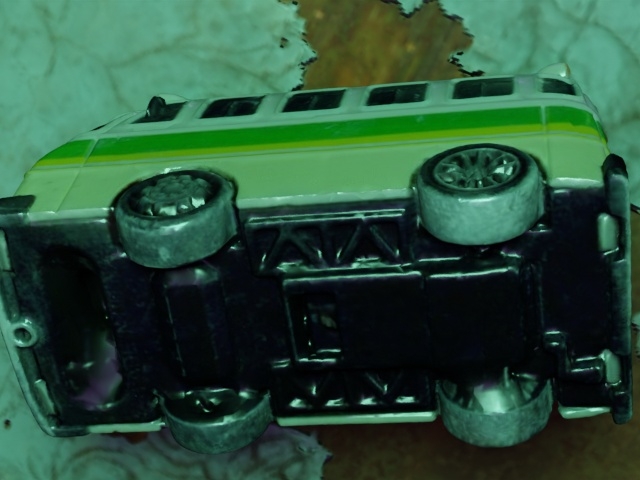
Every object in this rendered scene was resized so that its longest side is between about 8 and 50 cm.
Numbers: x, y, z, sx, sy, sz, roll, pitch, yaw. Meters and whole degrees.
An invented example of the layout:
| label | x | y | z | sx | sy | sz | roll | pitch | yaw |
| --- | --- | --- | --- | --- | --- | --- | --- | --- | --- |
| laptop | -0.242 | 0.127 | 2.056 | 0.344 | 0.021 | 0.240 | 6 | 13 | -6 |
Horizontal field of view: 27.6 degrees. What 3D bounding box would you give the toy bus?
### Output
| label | x | y | z | sx | sy | sz | roll | pitch | yaw |
| --- | --- | --- | --- | --- | --- | --- | --- | --- | --- |
| toy bus | 0.000 | 0.000 | 0.677 | 0.305 | 0.179 | 0.143 | -4 | 122 | 10 |
